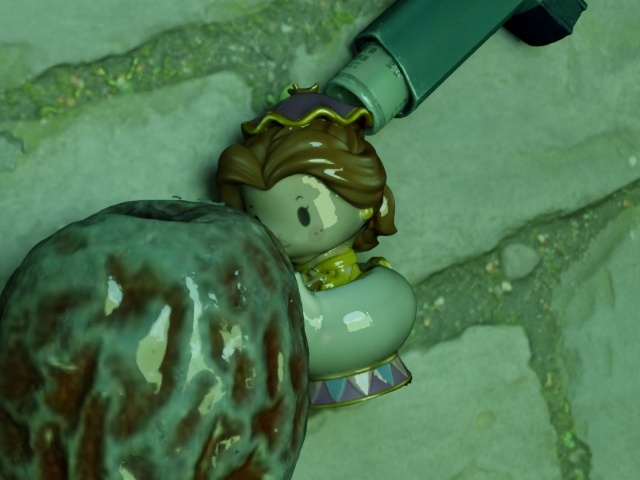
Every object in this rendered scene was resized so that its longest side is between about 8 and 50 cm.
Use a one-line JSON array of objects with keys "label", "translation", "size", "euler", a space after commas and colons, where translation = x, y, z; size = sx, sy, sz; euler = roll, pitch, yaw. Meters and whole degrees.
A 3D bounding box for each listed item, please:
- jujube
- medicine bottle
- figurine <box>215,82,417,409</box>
[{"label": "jujube", "translation": [-0.132, 0.128, 1.173], "size": [0.246, 0.215, 0.308], "euler": [-1, 99, -7]}, {"label": "medicine bottle", "translation": [0.120, -0.182, 1.423], "size": [0.258, 0.079, 0.124], "euler": [-41, 110, -24]}, {"label": "figurine", "translation": [0.000, 0.000, 1.321], "size": [0.189, 0.142, 0.263], "euler": [-25, 103, -61]}]
